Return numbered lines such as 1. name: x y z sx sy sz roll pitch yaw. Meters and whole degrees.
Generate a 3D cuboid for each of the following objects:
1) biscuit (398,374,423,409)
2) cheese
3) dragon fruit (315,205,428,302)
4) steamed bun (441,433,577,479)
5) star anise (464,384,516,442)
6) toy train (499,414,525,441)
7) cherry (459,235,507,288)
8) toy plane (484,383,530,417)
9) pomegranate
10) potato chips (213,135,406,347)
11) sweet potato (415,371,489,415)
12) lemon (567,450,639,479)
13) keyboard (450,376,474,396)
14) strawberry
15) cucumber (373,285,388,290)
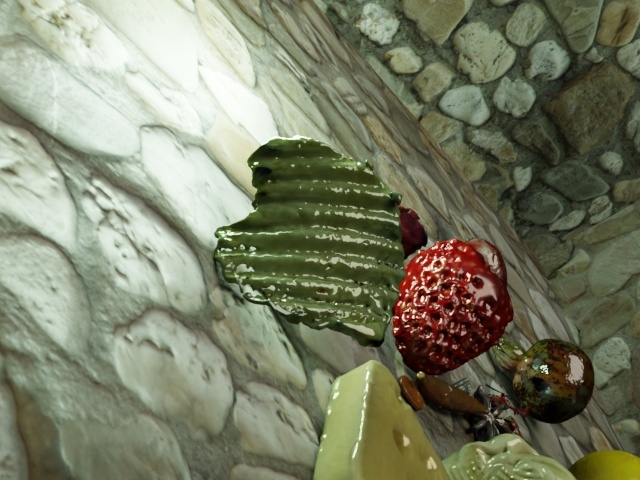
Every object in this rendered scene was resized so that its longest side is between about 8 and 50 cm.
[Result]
1. biscuit: 0.210 0.353 1.753 0.091 0.015 0.078 53 20 -12
2. cheese: 0.142 0.439 1.364 0.384 0.104 0.384 45 24 -26
3. dragon fruit: 0.092 0.031 1.626 0.302 0.330 0.240 35 52 -48
4. steamed bun: 0.389 0.535 1.506 0.203 0.289 0.276 36 26 -50
5. star anise: 0.442 0.480 1.989 0.180 0.061 0.205 9 48 -35
6. toy train: 0.552 0.567 2.140 0.087 0.050 0.138 17 45 -64
7. cherry: 0.507 0.120 2.445 0.230 0.202 0.300 125 -52 -74
8. toy plane: 0.530 0.470 2.162 0.145 0.060 0.037 25 1 30
9. pomegranate: 0.711 0.425 2.445 0.340 0.285 0.285 29 23 1
10. potato chips: 0.007 0.004 1.428 0.389 0.097 0.373 26 63 -14
11. sweet potato: 0.318 0.390 1.848 0.314 0.066 0.072 33 64 -36
12. lemon: 0.829 0.753 2.106 0.348 0.348 0.348 45 24 -27
13. keyboard: 0.384 0.411 2.048 0.176 0.014 0.055 3 60 -64
14. strawberry: 0.318 0.188 1.893 0.345 0.295 0.318 -48 133 -50
15. cucumber: 0.128 0.042 1.962 0.056 0.056 0.250 17 46 -59
